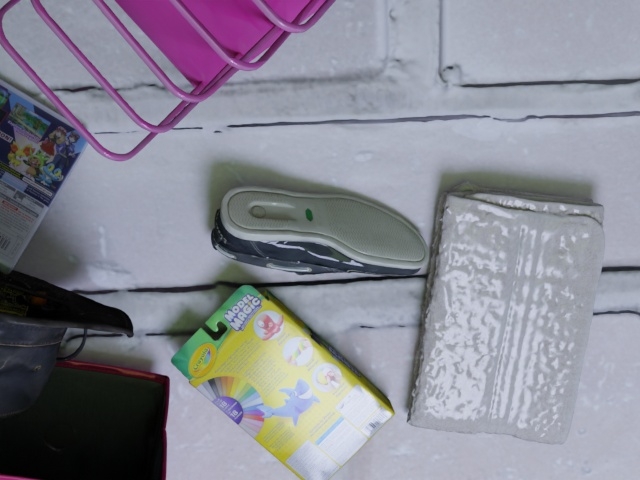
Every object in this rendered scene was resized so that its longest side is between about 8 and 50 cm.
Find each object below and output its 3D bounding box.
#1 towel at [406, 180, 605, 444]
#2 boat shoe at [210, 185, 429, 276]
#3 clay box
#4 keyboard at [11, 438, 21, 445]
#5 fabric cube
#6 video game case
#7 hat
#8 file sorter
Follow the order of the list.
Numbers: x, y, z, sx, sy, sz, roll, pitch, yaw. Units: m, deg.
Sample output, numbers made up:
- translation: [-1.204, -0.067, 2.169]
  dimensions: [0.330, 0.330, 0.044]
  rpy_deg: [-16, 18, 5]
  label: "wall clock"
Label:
- translation: [0.202, 0.082, 1.446]
  dimensions: [0.187, 0.049, 0.282]
  rpy_deg: [8, 103, -5]
  label: "towel"
- translation: [0.000, 0.000, 1.405]
  dimensions: [0.233, 0.084, 0.079]
  rpy_deg: [9, 140, -14]
  label: "boat shoe"
- translation: [-0.042, 0.154, 1.437]
  dimensions: [0.222, 0.053, 0.127]
  rpy_deg: [43, 96, -11]
  label: "clay box"
- translation: [-0.388, 0.109, 1.417]
  dimensions: [0.072, 0.014, 0.256]
  rpy_deg: [-40, 104, 5]
  label: "keyboard"
- translation: [-0.298, 0.284, 1.328]
  dimensions: [0.254, 0.259, 0.258]
  rpy_deg: [11, 108, -9]
  label: "fabric cube"
- translation: [-0.354, -0.088, 1.310]
  dimensions: [0.201, 0.023, 0.183]
  rpy_deg: [31, 56, -11]
  label: "video game case"
- translation: [-0.335, 0.094, 1.246]
  dimensions: [0.331, 0.331, 0.134]
  rpy_deg: [18, 91, -9]
  label: "hat"
- translation: [-0.129, -0.229, 1.200]
  dimensions: [0.202, 0.182, 0.290]
  rpy_deg: [48, 136, -13]
  label: "file sorter"
